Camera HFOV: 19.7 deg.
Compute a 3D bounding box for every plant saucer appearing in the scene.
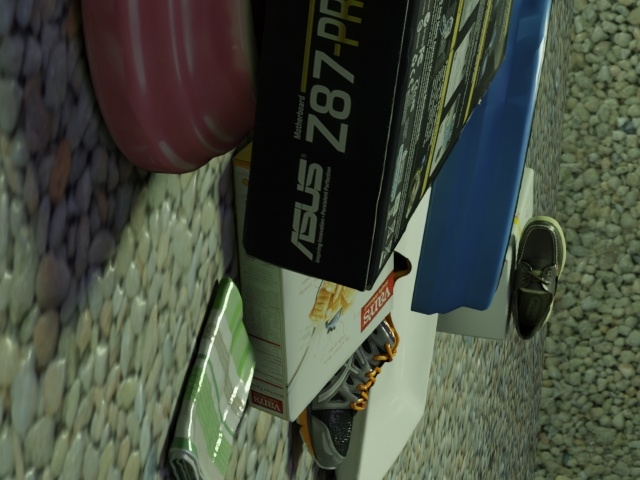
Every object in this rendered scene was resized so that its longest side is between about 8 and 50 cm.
[{"bbox_3d":[-0.052,-0.202,1.115,0.332,0.084,0.332,7,90,-77],"label":"plant saucer"}]

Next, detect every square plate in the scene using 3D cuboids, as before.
[{"bbox_3d":[0.072,0.061,1.894,0.344,0.049,0.347,-39,135,-72],"label":"square plate"}]

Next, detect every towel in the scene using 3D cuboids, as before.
[{"bbox_3d":[-0.074,0.118,1.334,0.113,0.023,0.152,81,20,-54],"label":"towel"}]

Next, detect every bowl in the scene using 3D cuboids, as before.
[{"bbox_3d":[0.153,-0.119,1.708,0.391,0.077,0.391,10,90,-87],"label":"bowl"}]

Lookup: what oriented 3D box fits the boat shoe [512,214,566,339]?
[{"bbox_3d":[0.245,0.044,2.074,0.049,0.056,0.152,-70,163,-55],"label":"boat shoe"}]

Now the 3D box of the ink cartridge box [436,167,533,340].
[{"bbox_3d":[0.171,0.009,2.149,0.176,0.127,0.128,-67,160,-47],"label":"ink cartridge box"}]

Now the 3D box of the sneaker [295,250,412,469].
[{"bbox_3d":[0.029,0.101,1.657,0.084,0.083,0.215,-8,106,-79],"label":"sneaker"}]

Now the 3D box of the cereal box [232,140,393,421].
[{"bbox_3d":[0.000,0.000,1.449,0.173,0.047,0.240,-45,144,-43],"label":"cereal box"}]

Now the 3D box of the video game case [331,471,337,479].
[{"bbox_3d":[0.007,0.369,1.842,0.193,0.023,0.212,-69,161,-48],"label":"video game case"}]

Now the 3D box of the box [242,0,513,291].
[{"bbox_3d":[0.063,-0.216,1.114,0.318,0.097,0.395,-56,158,-50],"label":"box"}]
